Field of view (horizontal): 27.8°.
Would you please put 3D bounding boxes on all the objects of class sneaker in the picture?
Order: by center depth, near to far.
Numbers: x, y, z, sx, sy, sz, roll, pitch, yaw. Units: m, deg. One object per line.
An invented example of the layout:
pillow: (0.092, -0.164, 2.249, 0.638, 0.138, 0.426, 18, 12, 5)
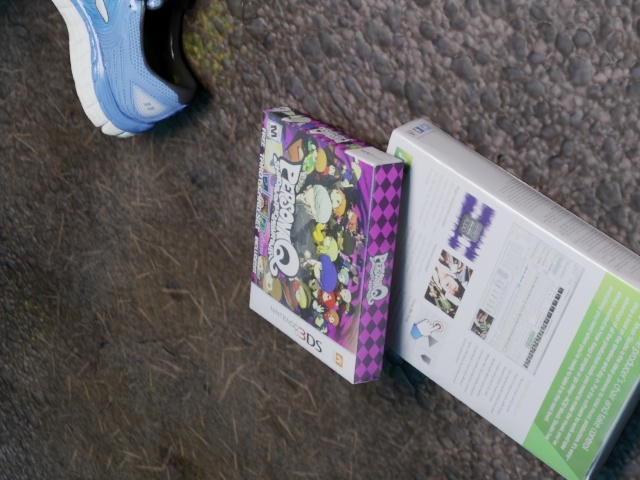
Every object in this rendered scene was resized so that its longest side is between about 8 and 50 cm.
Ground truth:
sneaker: (-0.214, -0.284, 1.402, 0.147, 0.130, 0.330, -13, 104, 29)

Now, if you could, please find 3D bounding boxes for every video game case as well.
video game case: (0.000, 0.000, 1.325, 0.210, 0.042, 0.232, 32, 123, 50)

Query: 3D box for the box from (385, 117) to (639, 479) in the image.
box: (0.174, 0.059, 1.252, 0.322, 0.058, 0.232, 37, 130, 24)
